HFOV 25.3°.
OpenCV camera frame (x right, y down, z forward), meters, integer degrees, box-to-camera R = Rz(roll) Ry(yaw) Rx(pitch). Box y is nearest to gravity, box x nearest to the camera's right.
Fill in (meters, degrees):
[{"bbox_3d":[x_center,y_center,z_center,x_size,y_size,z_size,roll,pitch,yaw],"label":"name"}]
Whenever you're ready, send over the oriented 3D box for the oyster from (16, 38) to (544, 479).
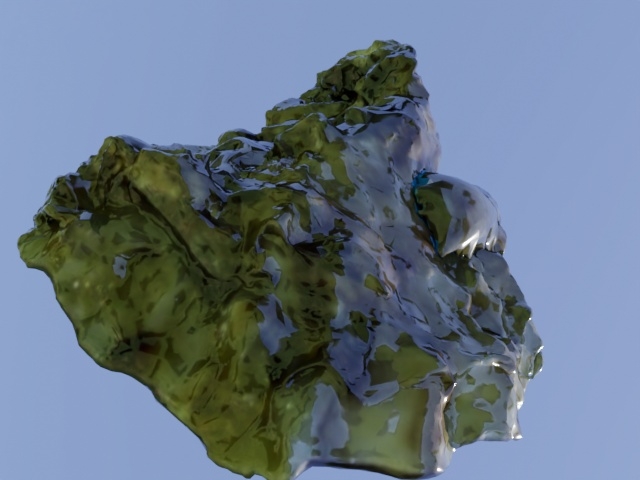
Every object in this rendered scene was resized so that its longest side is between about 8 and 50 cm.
[{"bbox_3d":[0.000,0.000,0.536,0.223,0.214,0.083,40,-49,35],"label":"oyster"}]
